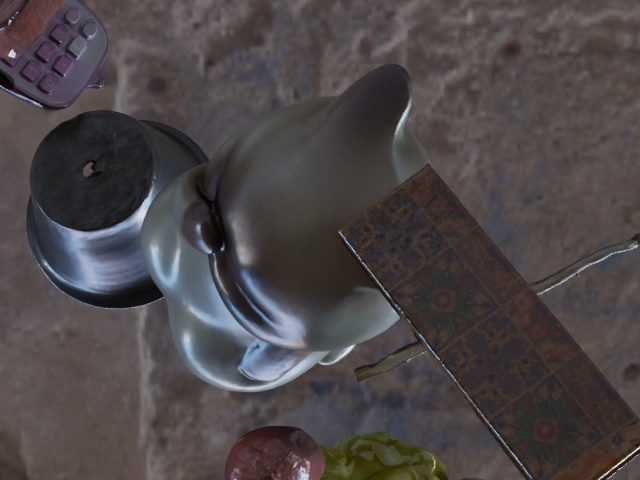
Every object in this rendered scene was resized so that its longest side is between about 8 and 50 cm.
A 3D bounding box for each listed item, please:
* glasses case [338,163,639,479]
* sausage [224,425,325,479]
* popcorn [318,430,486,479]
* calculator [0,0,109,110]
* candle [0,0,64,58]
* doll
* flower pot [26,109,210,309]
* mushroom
[{"bbox_3d":[0.106,0.060,0.872,0.075,0.049,0.218,-37,-108,-3],"label":"glasses case"},{"bbox_3d":[-0.030,0.158,0.989,0.059,0.054,0.094,51,-169,15],"label":"sausage"},{"bbox_3d":[0.038,0.297,1.209,0.241,0.235,0.250,0,-130,42],"label":"popcorn"},{"bbox_3d":[-0.361,-0.254,1.539,0.294,0.043,0.194,37,-140,-13],"label":"calculator"},{"bbox_3d":[-0.287,-0.286,1.156,0.317,0.131,0.287,-21,-103,-8],"label":"candle"},{"bbox_3d":[-0.030,0.007,1.216,0.226,0.370,0.215,-7,-103,-14],"label":"doll"},{"bbox_3d":[-0.237,-0.053,1.580,0.235,0.148,0.235,-3,-109,7],"label":"flower pot"},{"bbox_3d":[0.147,0.052,1.120,0.286,0.028,0.026,-27,-116,24],"label":"mushroom"}]
